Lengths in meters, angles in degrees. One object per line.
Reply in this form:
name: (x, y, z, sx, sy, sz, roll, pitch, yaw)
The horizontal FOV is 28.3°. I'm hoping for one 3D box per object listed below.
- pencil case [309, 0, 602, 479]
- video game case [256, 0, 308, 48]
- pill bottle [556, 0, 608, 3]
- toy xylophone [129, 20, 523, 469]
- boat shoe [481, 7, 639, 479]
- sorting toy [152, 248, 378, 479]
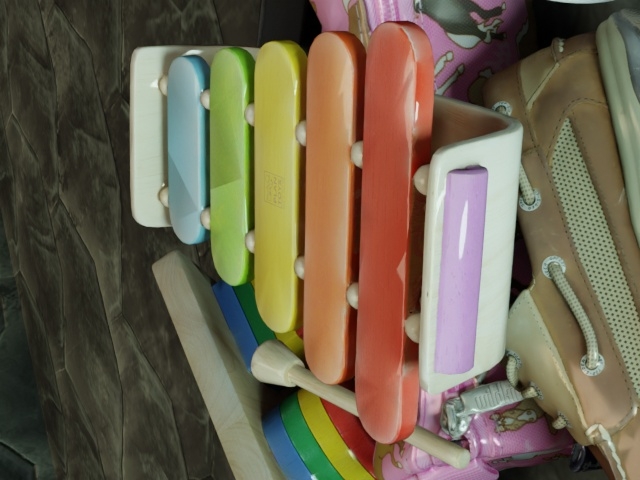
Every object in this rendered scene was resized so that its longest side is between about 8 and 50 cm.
pencil case: (0.079, -0.045, 0.784, 0.167, 0.160, 0.386, 169, 92, -67)
video game case: (-0.026, -0.218, 0.985, 0.248, 0.035, 0.275, -89, 6, -50)
pill bottle: (0.137, -0.225, 0.642, 0.108, 0.108, 0.194, -130, 37, -49)
toy xylophone: (0.000, 0.000, 0.692, 0.322, 0.081, 0.236, 13, 109, 55)
boat shoe: (0.153, 0.048, 0.657, 0.116, 0.123, 0.325, -12, 77, 23)
sorting toy: (0.013, 0.137, 0.950, 0.257, 0.089, 0.255, 46, -168, -48)
